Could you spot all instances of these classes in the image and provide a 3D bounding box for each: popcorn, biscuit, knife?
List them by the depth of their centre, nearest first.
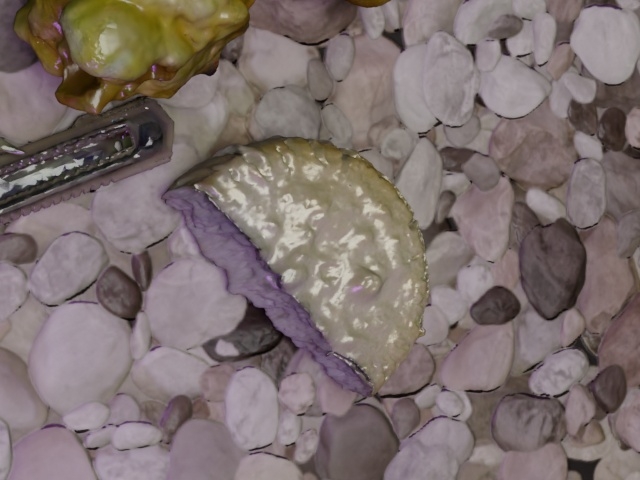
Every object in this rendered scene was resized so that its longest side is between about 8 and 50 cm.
[{"bbox_3d":[-0.140,-0.212,1.289,0.192,0.233,0.266,44,49,-24],"label":"popcorn"},{"bbox_3d":[-0.290,-0.049,1.324,0.365,0.043,0.089,-21,99,-22],"label":"knife"},{"bbox_3d":[0.000,0.000,1.430,0.281,0.084,0.179,44,75,-18],"label":"biscuit"}]

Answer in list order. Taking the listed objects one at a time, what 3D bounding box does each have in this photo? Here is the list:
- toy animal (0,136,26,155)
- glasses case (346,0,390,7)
[{"bbox_3d":[-0.312,-0.104,1.267,0.155,0.095,0.219,21,71,-18],"label":"toy animal"},{"bbox_3d":[-0.021,-0.379,1.362,0.141,0.173,0.371,-39,106,-14],"label":"glasses case"}]
